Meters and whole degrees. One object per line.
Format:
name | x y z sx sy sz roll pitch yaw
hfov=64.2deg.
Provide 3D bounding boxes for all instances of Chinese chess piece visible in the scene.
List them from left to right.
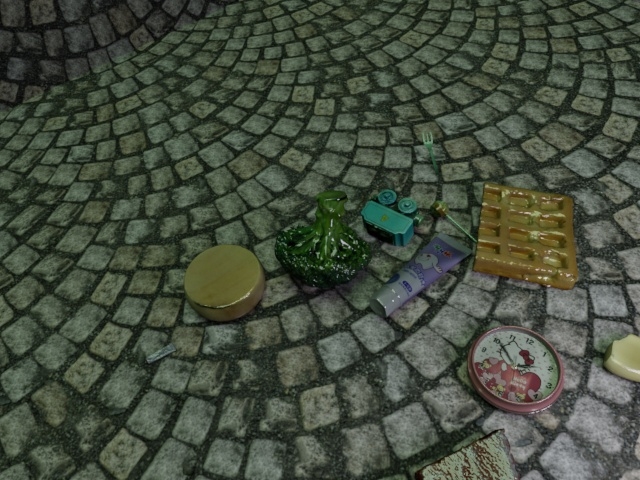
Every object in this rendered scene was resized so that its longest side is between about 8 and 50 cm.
Chinese chess piece | -0.294 0.130 1.575 0.251 0.097 0.251 -3 52 4

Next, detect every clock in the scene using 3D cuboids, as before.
clock | 0.508 0.333 1.334 0.244 0.056 0.244 -5 50 6

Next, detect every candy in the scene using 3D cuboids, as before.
candy | 0.439 -0.056 1.662 0.061 0.061 0.202 -33 63 -18

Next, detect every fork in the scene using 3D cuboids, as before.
fork | 0.409 -0.317 1.885 0.039 0.021 0.235 -7 53 7

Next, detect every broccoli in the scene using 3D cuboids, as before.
broccoli | 0.000 0.000 1.524 0.297 0.297 0.297 2 22 -1

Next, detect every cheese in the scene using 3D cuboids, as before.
cheese | 0.866 0.324 1.299 0.255 0.050 0.127 21 56 20

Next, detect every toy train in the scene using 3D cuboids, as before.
toy train | 0.230 -0.074 1.665 0.198 0.107 0.154 27 67 25

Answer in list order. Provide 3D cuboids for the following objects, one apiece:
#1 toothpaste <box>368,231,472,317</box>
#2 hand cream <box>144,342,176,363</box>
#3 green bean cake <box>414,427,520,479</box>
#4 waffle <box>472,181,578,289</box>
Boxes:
toothpaste | 0.298 0.100 1.547 0.371 0.080 0.125 -34 52 -27
hand cream | -0.468 0.332 1.489 0.093 0.019 0.030 -29 55 -18
green bean cake | 0.332 0.543 1.165 0.232 0.097 0.198 -10 53 -1
waffle | 0.637 -0.027 1.583 0.304 0.077 0.348 10 56 9
